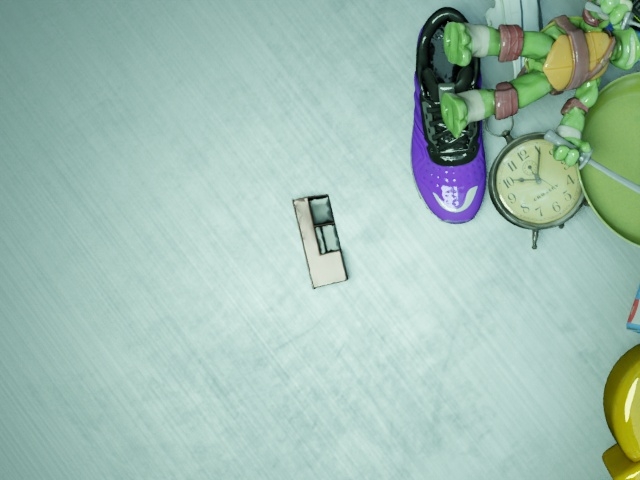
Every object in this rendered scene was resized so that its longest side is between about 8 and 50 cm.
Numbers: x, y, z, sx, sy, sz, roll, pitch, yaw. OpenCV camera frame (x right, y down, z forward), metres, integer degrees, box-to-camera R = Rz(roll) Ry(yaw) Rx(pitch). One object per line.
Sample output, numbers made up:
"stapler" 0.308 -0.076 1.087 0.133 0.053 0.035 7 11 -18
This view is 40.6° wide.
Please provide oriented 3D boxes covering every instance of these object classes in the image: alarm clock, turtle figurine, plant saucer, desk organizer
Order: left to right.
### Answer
"desk organizer" 0.000 0.000 1.217 0.050 0.047 0.130 -13 88 4
"alarm clock" 0.284 -0.096 1.177 0.129 0.064 0.192 -31 89 5
"turtle figurine" 0.290 -0.185 1.009 0.266 0.198 0.275 -8 65 -9
"plant saucer" 0.437 -0.102 1.143 0.241 0.037 0.241 2 83 -13

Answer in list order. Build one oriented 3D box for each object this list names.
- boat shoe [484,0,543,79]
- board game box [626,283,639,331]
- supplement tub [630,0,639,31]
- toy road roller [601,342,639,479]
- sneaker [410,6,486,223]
"boat shoe" 0.264 -0.303 1.184 0.075 0.083 0.226 -3 78 20
"board game box" 0.572 0.014 1.046 0.302 0.086 0.308 18 89 7
"supplement tub" 0.449 -0.355 1.097 0.193 0.193 0.316 -44 85 4
"toy road roller" 0.389 0.268 1.024 0.329 0.202 0.241 -35 80 9
"sneaker" 0.166 -0.169 1.150 0.102 0.146 0.293 -4 88 6
